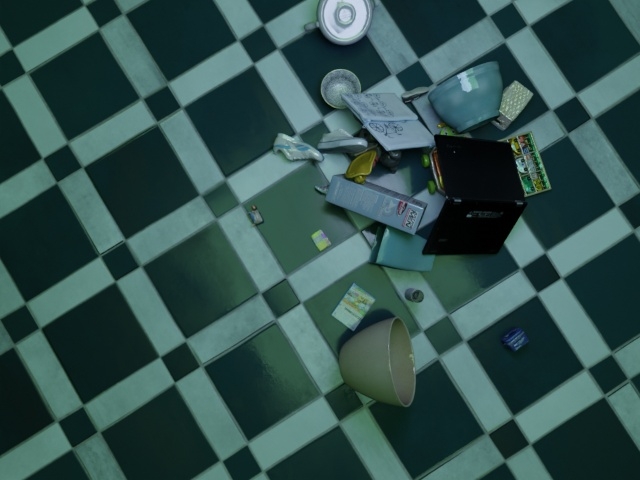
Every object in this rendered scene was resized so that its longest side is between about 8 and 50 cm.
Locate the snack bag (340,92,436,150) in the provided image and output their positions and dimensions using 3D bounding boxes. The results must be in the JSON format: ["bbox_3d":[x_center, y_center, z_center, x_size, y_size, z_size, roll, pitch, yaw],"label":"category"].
[{"bbox_3d":[0.284,-0.480,1.729,0.322,0.037,0.343,-13,57,-35],"label":"snack bag"}]

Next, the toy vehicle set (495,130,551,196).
[{"bbox_3d":[0.864,-0.320,1.862,0.165,0.035,0.267,-18,86,-1],"label":"toy vehicle set"}]

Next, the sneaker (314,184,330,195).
[{"bbox_3d":[0.028,-0.228,1.858,0.098,0.038,0.069,29,85,-8],"label":"sneaker"}]

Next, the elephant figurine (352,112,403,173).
[{"bbox_3d":[0.230,-0.408,1.800,0.239,0.169,0.186,19,96,8],"label":"elephant figurine"}]

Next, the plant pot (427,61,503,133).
[{"bbox_3d":[0.607,-0.554,1.755,0.292,0.293,0.197,-21,90,-1],"label":"plant pot"}]

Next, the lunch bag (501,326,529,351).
[{"bbox_3d":[0.801,0.408,1.798,0.098,0.067,0.065,-37,87,-1],"label":"lunch bag"}]

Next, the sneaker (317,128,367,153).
[{"bbox_3d":[0.087,-0.415,1.782,0.257,0.094,0.092,9,86,42],"label":"sneaker"}]

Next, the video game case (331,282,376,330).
[{"bbox_3d":[0.139,0.281,1.833,0.119,0.015,0.166,36,87,3],"label":"video game case"}]

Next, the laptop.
[{"bbox_3d":[0.591,-0.171,1.738,0.381,0.236,0.408,1,128,-21],"label":"laptop"}]

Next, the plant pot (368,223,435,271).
[{"bbox_3d":[0.341,0.047,1.779,0.234,0.165,0.166,17,86,-4],"label":"plant pot"}]

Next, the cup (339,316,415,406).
[{"bbox_3d":[0.213,0.478,1.696,0.236,0.331,0.332,-12,86,25],"label":"cup"}]

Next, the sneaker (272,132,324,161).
[{"bbox_3d":[-0.092,-0.376,1.848,0.228,0.087,0.092,23,94,8],"label":"sneaker"}]

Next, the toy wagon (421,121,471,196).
[{"bbox_3d":[0.570,-0.349,1.848,0.266,0.068,0.345,-12,86,-1],"label":"toy wagon"}]

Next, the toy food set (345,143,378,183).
[{"bbox_3d":[0.176,-0.286,1.696,0.128,0.218,0.071,-20,119,33],"label":"toy food set"}]

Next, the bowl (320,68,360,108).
[{"bbox_3d":[0.085,-0.636,1.861,0.169,0.080,0.170,0,87,-1],"label":"bowl"}]

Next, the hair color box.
[{"bbox_3d":[0.226,-0.153,1.731,0.374,0.185,0.114,22,107,13],"label":"hair color box"}]

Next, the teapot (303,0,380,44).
[{"bbox_3d":[0.094,-0.957,1.838,0.255,0.187,0.253,24,114,-15],"label":"teapot"}]

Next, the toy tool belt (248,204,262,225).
[{"bbox_3d":[-0.285,-0.106,1.841,0.051,0.052,0.083,-27,86,-10],"label":"toy tool belt"}]

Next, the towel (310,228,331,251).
[{"bbox_3d":[0.000,0.000,1.854,0.060,0.009,0.083,-35,86,-1],"label":"towel"}]

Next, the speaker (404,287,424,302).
[{"bbox_3d":[0.383,0.225,1.775,0.055,0.136,0.055,0,86,0],"label":"speaker"}]

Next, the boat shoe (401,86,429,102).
[{"bbox_3d":[0.413,-0.632,1.882,0.125,0.038,0.046,-21,45,-7],"label":"boat shoe"}]

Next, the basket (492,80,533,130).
[{"bbox_3d":[0.803,-0.575,1.845,0.113,0.103,0.167,39,88,3],"label":"basket"}]
